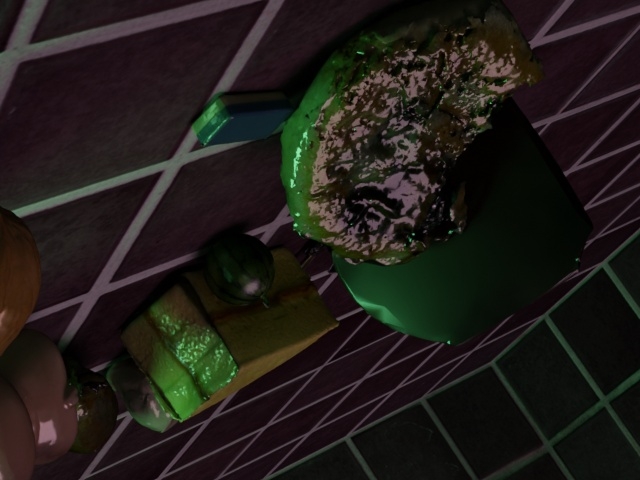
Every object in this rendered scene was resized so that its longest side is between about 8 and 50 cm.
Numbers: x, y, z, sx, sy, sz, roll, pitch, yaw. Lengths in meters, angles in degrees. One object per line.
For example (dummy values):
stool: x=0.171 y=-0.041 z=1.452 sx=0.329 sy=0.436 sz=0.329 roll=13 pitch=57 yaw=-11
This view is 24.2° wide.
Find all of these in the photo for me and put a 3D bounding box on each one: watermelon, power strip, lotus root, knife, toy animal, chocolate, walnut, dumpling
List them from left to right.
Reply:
walnut: x=-0.363 y=0.049 z=1.364 sx=0.226 sy=0.193 sz=0.193 roll=-37 pitch=165 yaw=15
toy animal: x=-0.397 y=0.221 z=1.790 sx=0.221 sy=0.210 sz=0.229 roll=-19 pitch=-165 yaw=-21
lotus root: x=-0.349 y=0.231 z=2.072 sx=0.123 sy=0.124 sz=0.241 roll=-46 pitch=166 yaw=-13
dumpling: x=-0.258 y=0.222 z=2.261 sx=0.199 sy=0.136 sz=0.118 roll=-20 pitch=-140 yaw=61
watermelon: x=-0.106 y=0.043 z=2.023 sx=0.109 sy=0.109 sz=0.109 roll=-31 pitch=165 yaw=-9
power strip: x=-0.084 y=-0.136 z=1.644 sx=0.056 sy=0.032 sz=0.123 roll=-42 pitch=163 yaw=32
knife: x=0.005 y=-0.002 z=2.274 sx=0.046 sy=0.021 sz=0.222 roll=-21 pitch=157 yaw=-43
chocolate: x=0.188 y=-0.042 z=2.016 sx=0.326 sy=0.314 sz=0.297 roll=-36 pitch=175 yaw=18

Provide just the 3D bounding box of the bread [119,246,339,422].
bread: x=-0.127 y=0.132 z=2.146 sx=0.163 sy=0.167 sz=0.264 roll=-42 pitch=164 yaw=34

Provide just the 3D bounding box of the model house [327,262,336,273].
model house: x=0.083 y=0.011 z=2.282 sx=0.088 sy=0.117 sz=0.167 roll=-34 pitch=-178 yaw=41

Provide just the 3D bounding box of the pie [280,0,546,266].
pie: x=0.098 y=-0.128 z=1.745 sx=0.297 sy=0.078 sz=0.371 roll=7 pitch=120 yaw=-33
